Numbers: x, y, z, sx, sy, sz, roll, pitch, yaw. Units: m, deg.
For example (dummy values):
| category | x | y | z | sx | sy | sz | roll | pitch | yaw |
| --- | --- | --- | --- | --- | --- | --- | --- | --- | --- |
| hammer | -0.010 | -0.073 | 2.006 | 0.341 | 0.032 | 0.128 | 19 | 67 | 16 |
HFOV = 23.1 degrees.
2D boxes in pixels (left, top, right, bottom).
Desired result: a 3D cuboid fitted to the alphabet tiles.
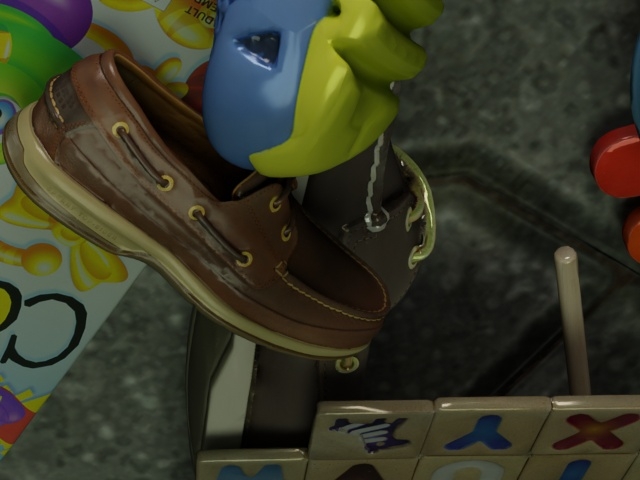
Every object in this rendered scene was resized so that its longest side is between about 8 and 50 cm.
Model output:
| category | x | y | z | sx | sy | sz | roll | pitch | yaw |
| --- | --- | --- | --- | --- | --- | --- | --- | --- | --- |
| alphabet tiles | 0.069 | 0.165 | 0.890 | 0.285 | 0.011 | 0.342 | 0 | 150 | -6 |

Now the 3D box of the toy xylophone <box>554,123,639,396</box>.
| category | x | y | z | sx | sy | sz | roll | pitch | yaw |
| --- | --- | --- | --- | --- | --- | --- | --- | --- | --- |
| toy xylophone | 0.235 | 0.028 | 0.846 | 0.236 | 0.081 | 0.323 | -8 | 129 | -2 |

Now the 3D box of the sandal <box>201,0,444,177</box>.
| category | x | y | z | sx | sy | sz | roll | pitch | yaw |
| --- | --- | --- | --- | --- | --- | --- | --- | --- | --- |
| sandal | -0.011 | -0.177 | 0.555 | 0.138 | 0.317 | 0.126 | 6 | 167 | 8 |

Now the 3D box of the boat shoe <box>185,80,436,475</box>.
| category | x | y | z | sx | sy | sz | roll | pitch | yaw |
| --- | --- | --- | --- | --- | --- | --- | --- | --- | --- |
| boat shoe | 0.000 | 0.000 | 0.766 | 0.096 | 0.117 | 0.324 | 2 | 132 | -13 |

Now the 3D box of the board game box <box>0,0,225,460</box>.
| category | x | y | z | sx | sy | sz | roll | pitch | yaw |
| --- | --- | --- | --- | --- | --- | --- | --- | --- | --- |
| board game box | -0.137 | -0.056 | 0.678 | 0.144 | 0.142 | 0.275 | 25 | 120 | -26 |

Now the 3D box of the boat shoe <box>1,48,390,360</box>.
| category | x | y | z | sx | sy | sz | roll | pitch | yaw |
| --- | --- | --- | --- | --- | --- | --- | --- | --- | --- |
| boat shoe | -0.034 | -0.011 | 0.601 | 0.178 | 0.064 | 0.060 | 33 | 118 | -30 |

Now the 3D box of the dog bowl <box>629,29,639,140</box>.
| category | x | y | z | sx | sy | sz | roll | pitch | yaw |
| --- | --- | --- | --- | --- | --- | --- | --- | --- | --- |
| dog bowl | 0.263 | -0.121 | 0.682 | 0.166 | 0.074 | 0.297 | 31 | 106 | -9 |
